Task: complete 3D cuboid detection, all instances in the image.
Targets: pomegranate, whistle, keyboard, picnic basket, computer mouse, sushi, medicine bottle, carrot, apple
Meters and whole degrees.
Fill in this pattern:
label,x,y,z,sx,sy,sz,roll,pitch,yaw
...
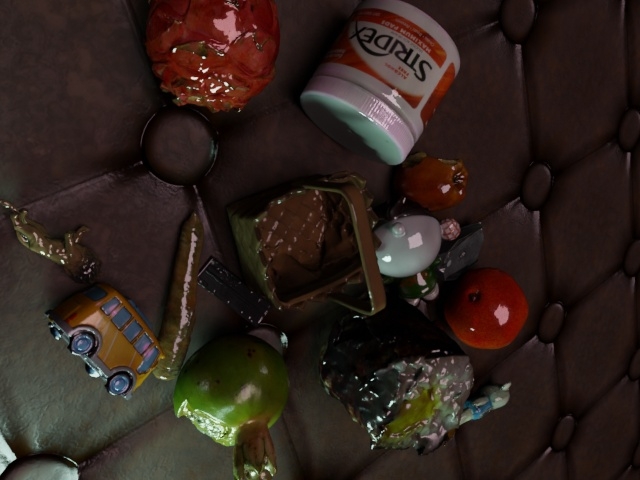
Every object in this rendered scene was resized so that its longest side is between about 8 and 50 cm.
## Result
label,x,y,z,sx,sy,sz,roll,pitch,yaw
pomegranate,-0.156,0.328,1.124,0.235,0.302,0.236,-19,138,-18
whistle,0.486,0.502,1.739,0.235,0.077,0.114,-23,143,-21
keyboard,-0.182,0.112,1.220,0.064,0.010,0.198,-52,124,-10
picnic basket,0.000,0.000,1.131,0.291,0.321,0.255,-24,111,-29
computer mouse,0.365,0.024,1.533,0.231,0.071,0.126,-29,130,-34
sushi,0.167,0.293,1.304,0.281,0.294,0.300,-3,117,-27
medicine bottle,0.123,-0.320,1.164,0.252,0.252,0.241,35,82,-35
carrot,-0.272,0.110,1.128,0.070,0.070,0.343,10,95,-35
apple,0.268,-0.137,1.369,0.156,0.158,0.147,21,91,-39
pomegranate,0.458,0.190,1.559,0.221,0.220,0.256,-63,153,-4

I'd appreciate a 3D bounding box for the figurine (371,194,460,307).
label,x,y,z,sx,sy,sz,roll,pitch,yaw
figurine,0.204,0.041,1.345,0.281,0.167,0.370,-19,139,6

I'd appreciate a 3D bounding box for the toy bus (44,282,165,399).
label,x,y,z,sx,sy,sz,roll,pitch,yaw
toy bus,-0.382,0.177,1.036,0.136,0.126,0.210,-44,122,-27

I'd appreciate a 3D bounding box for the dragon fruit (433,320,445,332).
label,x,y,z,sx,sy,sz,roll,pitch,yaw
dragon fruit,0.301,0.311,1.559,0.162,0.083,0.107,-35,122,-24

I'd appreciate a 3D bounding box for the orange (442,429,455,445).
label,x,y,z,sx,sy,sz,roll,pitch,yaw
orange,0.336,0.489,1.608,0.170,0.112,0.160,7,93,-68

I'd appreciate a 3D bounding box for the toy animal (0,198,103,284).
label,x,y,z,sx,sy,sz,roll,pitch,yaw
toy animal,-0.451,-0.004,0.975,0.086,0.069,0.220,-46,121,-4

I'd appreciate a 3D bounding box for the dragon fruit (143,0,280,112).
label,x,y,z,sx,sy,sz,roll,pitch,yaw
dragon fruit,-0.183,-0.345,0.973,0.240,0.241,0.253,-25,100,-27
